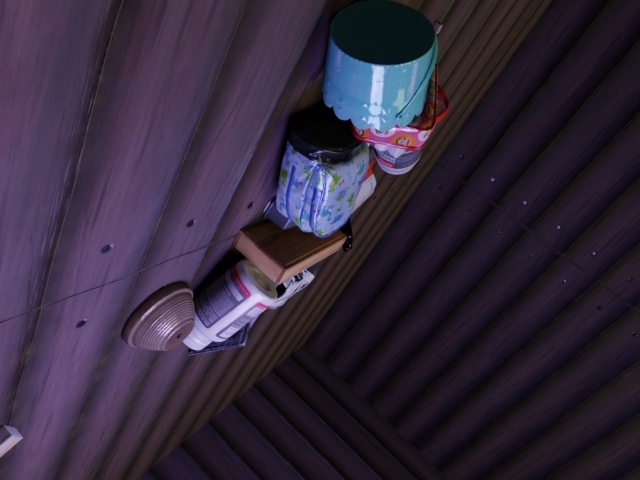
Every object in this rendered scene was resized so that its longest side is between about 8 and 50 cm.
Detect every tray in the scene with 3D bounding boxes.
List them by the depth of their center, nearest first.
[{"bbox_3d":[-0.090,-0.001,1.660,0.411,0.203,0.076,-28,153,-55],"label":"tray"}]

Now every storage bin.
[{"bbox_3d":[-0.111,-0.095,1.584,0.098,0.091,0.135,-56,165,24],"label":"storage bin"}]

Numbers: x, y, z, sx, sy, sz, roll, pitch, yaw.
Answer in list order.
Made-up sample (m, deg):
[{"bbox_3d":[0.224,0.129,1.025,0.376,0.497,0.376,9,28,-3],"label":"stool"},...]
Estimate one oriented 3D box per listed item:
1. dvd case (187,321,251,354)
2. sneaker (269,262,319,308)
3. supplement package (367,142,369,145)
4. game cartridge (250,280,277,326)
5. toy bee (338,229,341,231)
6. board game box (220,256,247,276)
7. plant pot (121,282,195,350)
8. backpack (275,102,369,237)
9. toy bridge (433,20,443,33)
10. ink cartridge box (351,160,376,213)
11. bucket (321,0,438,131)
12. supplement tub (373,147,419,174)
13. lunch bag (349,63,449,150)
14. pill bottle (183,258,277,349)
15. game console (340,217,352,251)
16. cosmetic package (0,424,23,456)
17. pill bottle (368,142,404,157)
[{"bbox_3d":[-0.342,0.311,1.661,0.164,0.222,0.018,-82,152,-47],"label":"dvd case"},{"bbox_3d":[-0.128,0.175,2.161,0.330,0.122,0.146,-47,167,-10],"label":"sneaker"},{"bbox_3d":[0.062,-0.281,1.588,0.179,0.105,0.105,-55,165,22],"label":"supplement package"},{"bbox_3d":[-0.224,0.200,1.870,0.355,0.068,0.230,-55,-176,48],"label":"game cartridge"},{"bbox_3d":[0.000,0.000,2.002,0.195,0.162,0.298,-37,163,-1],"label":"toy bee"},{"bbox_3d":[-0.257,0.087,1.741,0.259,0.039,0.124,-44,165,-29],"label":"board game box"},{"bbox_3d":[-0.452,0.247,1.420,0.237,0.110,0.237,-46,166,-15],"label":"plant pot"},{"bbox_3d":[0.000,-0.183,1.414,0.290,0.273,0.355,-39,171,-46],"label":"backpack"},{"bbox_3d":[0.333,-0.666,1.558,0.188,0.026,0.063,-36,162,-41],"label":"toy bridge"},{"bbox_3d":[0.182,-0.233,2.172,0.189,0.066,0.232,-43,169,-21],"label":"ink cartridge box"},{"bbox_3d":[0.139,-0.424,1.147,0.281,0.281,0.183,-43,159,-24],"label":"bucket"},{"bbox_3d":[0.303,-0.387,1.854,0.191,0.191,0.272,-47,165,-9],"label":"supplement tub"},{"bbox_3d":[0.224,-0.394,1.319,0.120,0.259,0.292,102,0,-63],"label":"lunch bag"},{"bbox_3d":[-0.313,0.218,1.569,0.319,0.176,0.176,-38,168,10],"label":"pill bottle"},{"bbox_3d":[0.105,-0.137,2.022,0.044,0.213,0.361,-4,137,-3],"label":"game console"},{"bbox_3d":[-0.811,0.516,1.185,0.115,0.041,0.060,-43,164,-21],"label":"cosmetic package"},{"bbox_3d":[0.183,-0.361,1.515,0.121,0.216,0.121,-45,165,-15],"label":"pill bottle"}]
